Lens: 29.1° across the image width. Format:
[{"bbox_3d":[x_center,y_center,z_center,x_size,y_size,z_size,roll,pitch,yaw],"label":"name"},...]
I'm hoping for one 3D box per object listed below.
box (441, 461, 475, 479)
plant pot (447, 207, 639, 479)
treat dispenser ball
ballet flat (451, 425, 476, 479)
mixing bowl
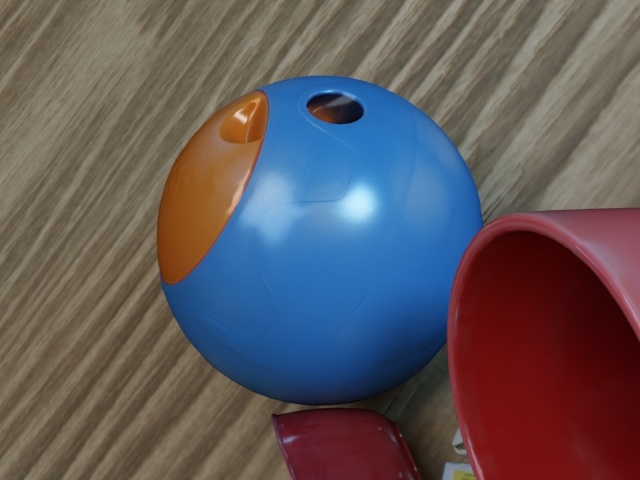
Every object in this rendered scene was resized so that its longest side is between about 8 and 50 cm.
[{"bbox_3d":[0.130,0.308,0.986,0.100,0.060,0.244,2,70,36],"label":"box"},{"bbox_3d":[0.255,0.095,0.838,0.275,0.243,0.275,168,90,-67],"label":"plant pot"},{"bbox_3d":[0.000,0.000,1.081,0.288,0.288,0.288,-16,60,30],"label":"treat dispenser ball"},{"bbox_3d":[0.139,0.179,0.959,0.077,0.077,0.231,-25,56,44],"label":"ballet flat"},{"bbox_3d":[0.037,0.212,1.048,0.098,0.181,0.181,-23,53,-2],"label":"mixing bowl"}]
